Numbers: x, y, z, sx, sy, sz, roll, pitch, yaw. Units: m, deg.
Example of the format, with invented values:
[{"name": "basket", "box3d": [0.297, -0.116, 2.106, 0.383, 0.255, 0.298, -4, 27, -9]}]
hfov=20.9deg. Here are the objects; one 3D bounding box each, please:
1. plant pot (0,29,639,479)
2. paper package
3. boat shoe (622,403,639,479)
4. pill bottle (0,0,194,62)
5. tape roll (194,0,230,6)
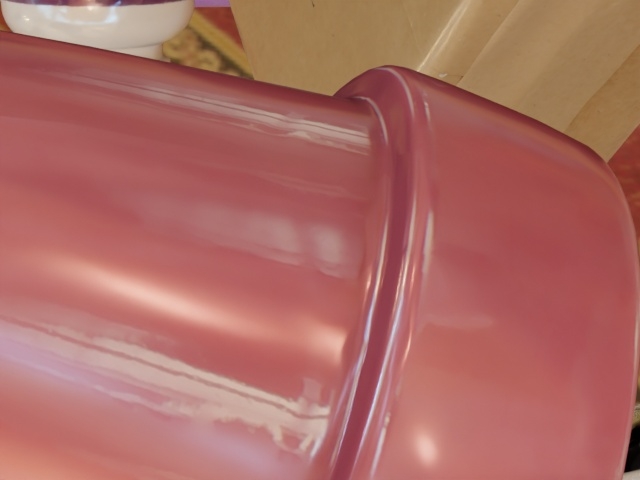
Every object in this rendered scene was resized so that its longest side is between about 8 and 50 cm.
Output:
[{"name": "plant pot", "box3d": [-0.057, 0.038, 0.382, 0.201, 0.180, 0.201, -60, 16, 30]}, {"name": "paper package", "box3d": [0.077, -0.206, 0.954, 0.309, 0.168, 0.325, -55, 44, 46]}, {"name": "boat shoe", "box3d": [0.303, 0.179, 1.510, 0.103, 0.118, 0.320, 50, 154, -16]}, {"name": "pill bottle", "box3d": [-0.191, -0.260, 1.477, 0.169, 0.169, 0.301, 10, 108, 33]}, {"name": "tape roll", "box3d": [-0.091, -0.372, 1.732, 0.090, 0.275, 0.274, 1, 88, 2]}]
